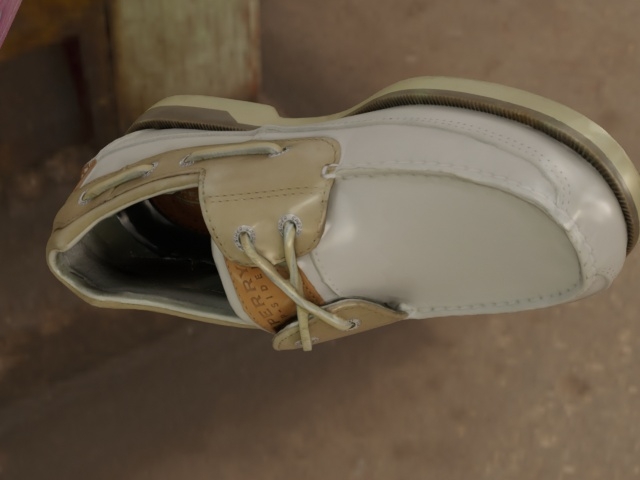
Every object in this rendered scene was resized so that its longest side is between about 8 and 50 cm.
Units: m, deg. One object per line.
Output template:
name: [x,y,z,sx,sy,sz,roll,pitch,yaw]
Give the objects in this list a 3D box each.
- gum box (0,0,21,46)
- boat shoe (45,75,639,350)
gum box: [-0.065,-0.095,0.307,0.062,0.188,0.107,26,29,-8]
boat shoe: [0.000,0.000,0.773,0.302,0.113,0.103,1,37,46]
